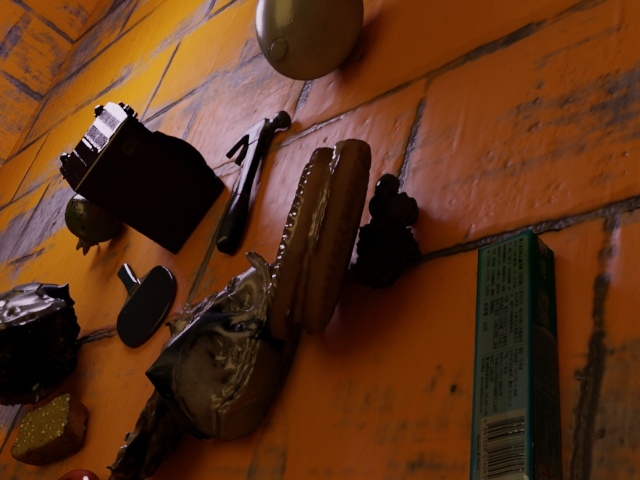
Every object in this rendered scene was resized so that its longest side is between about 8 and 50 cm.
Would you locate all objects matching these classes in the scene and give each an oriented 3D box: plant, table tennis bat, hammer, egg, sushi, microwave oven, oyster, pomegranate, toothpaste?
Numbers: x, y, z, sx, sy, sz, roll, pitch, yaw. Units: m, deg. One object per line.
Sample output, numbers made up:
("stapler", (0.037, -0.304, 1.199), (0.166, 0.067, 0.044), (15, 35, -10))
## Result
("plant", (0.084, -0.012, 1.004), (0.087, 0.085, 0.174), (-6, 45, 23))
("table tennis bat", (-0.339, 0.104, 1.526), (0.154, 0.021, 0.274), (-53, 32, 0))
("hammer", (-0.136, -0.097, 1.428), (0.137, 0.037, 0.290), (-22, 42, 42))
("egg", (-0.019, -0.390, 1.414), (0.186, 0.186, 0.253), (-22, 38, 42))
("sushi", (-0.579, 0.199, 1.584), (0.234, 0.208, 0.348), (-25, 16, -36))
("microwave oven", (-0.334, -0.125, 1.535), (0.188, 0.247, 0.178), (-56, 33, -2))
("oyster", (-0.211, 0.226, 1.141), (0.271, 0.100, 0.275), (-51, 18, 24))
("sushi", (-0.087, 0.131, 1.070), (0.109, 0.134, 0.273), (10, 52, 43))
("pomegranate", (-0.500, -0.038, 1.816), (0.129, 0.159, 0.129), (-4, 41, 3))
("toothpaste", (0.183, 0.113, 0.755), (0.065, 0.050, 0.267), (-27, 39, 39))

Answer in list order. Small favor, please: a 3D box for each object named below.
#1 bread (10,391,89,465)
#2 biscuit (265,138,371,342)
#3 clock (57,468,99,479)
("bread", (-0.472, 0.335, 1.430), (0.187, 0.065, 0.103), (-32, 35, 35))
("biscuit", (0.000, 0.000, 0.983), (0.259, 0.079, 0.259), (15, -90, -86))
("clock", (-0.393, 0.444, 1.219), (0.205, 0.051, 0.205), (-36, 34, 29))
